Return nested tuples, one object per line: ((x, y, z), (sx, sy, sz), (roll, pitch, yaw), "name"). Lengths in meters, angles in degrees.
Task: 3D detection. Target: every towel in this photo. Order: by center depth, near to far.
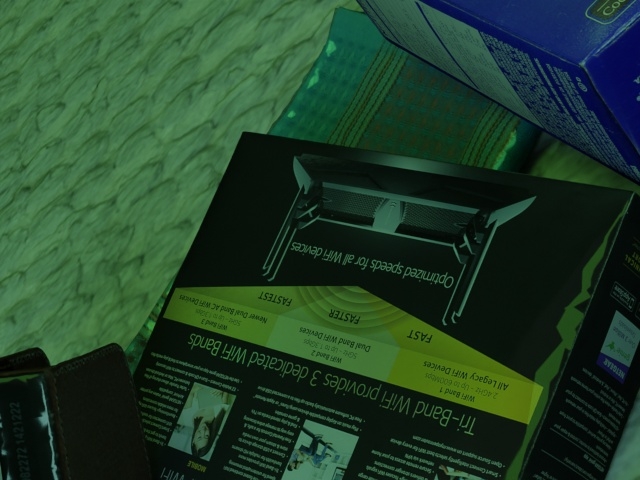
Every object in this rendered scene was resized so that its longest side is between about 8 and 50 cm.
((0.000, 0.000, 1.063), (0.271, 0.040, 0.370), (24, 79, 54), "towel")

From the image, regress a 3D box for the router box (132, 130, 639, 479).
((0.032, 0.073, 0.887), (0.309, 0.081, 0.242), (13, 74, 43), "router box")

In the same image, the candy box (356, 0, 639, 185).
((0.183, -0.201, 0.921), (0.268, 0.122, 0.317), (-42, 37, -5), "candy box")

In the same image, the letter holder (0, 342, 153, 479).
((-0.163, 0.215, 0.888), (0.152, 0.214, 0.301), (-8, 92, 14), "letter holder")
